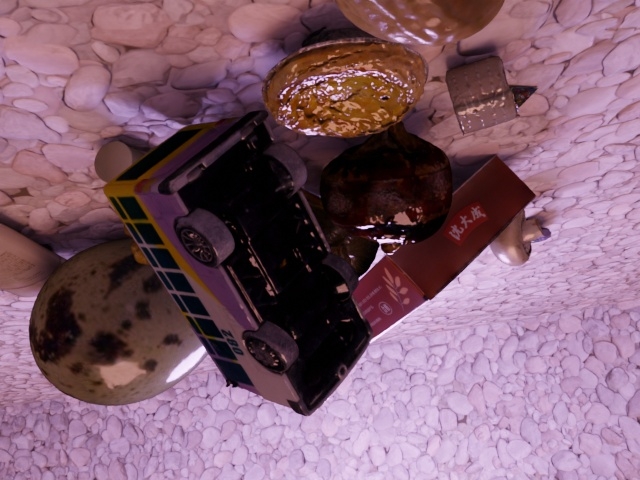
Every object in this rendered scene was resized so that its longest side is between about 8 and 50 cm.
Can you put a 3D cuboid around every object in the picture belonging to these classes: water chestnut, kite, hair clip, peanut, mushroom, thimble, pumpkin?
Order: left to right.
[{"bbox_3d":[0.000,0.000,1.364,0.139,0.222,0.317,-54,146,4],"label":"pumpkin"},{"bbox_3d":[0.064,-0.291,0.727,0.291,0.143,0.159,13,141,-41],"label":"peanut"},{"bbox_3d":[0.111,-0.105,1.192,0.223,0.238,0.224,-12,-160,4],"label":"water chestnut"},{"bbox_3d":[0.244,-0.219,1.060,0.090,0.102,0.115,-14,-175,17],"label":"thimble"},{"bbox_3d":[0.320,-0.240,1.180,0.090,0.004,0.122,-20,157,30],"label":"kite"},{"bbox_3d":[0.455,-0.017,1.642,0.122,0.154,0.154,-10,161,21],"label":"mushroom"},{"bbox_3d":[0.538,-0.017,1.852,0.124,0.052,0.195,-1,170,8],"label":"hair clip"}]

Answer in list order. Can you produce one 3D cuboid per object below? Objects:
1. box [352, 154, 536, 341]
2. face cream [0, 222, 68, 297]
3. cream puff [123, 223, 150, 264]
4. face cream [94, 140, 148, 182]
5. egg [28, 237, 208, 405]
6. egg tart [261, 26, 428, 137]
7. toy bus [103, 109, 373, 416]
[{"bbox_3d":[0.222,0.036,1.485,0.344,0.122,0.385,-40,174,-26],"label":"box"},{"bbox_3d":[-0.650,0.037,1.432,0.173,0.081,0.348,-14,160,7],"label":"face cream"},{"bbox_3d":[-0.311,-0.024,1.365,0.146,0.146,0.116,-15,121,18],"label":"cream puff"},{"bbox_3d":[-0.296,-0.110,1.218,0.114,0.070,0.224,-13,169,13],"label":"face cream"},{"bbox_3d":[-0.397,0.161,1.502,0.428,0.345,0.345,-29,173,-31],"label":"egg"},{"bbox_3d":[0.033,-0.224,0.975,0.234,0.094,0.234,-7,163,-2],"label":"egg tart"},{"bbox_3d":[-0.118,0.044,1.104,0.249,0.209,0.440,2,129,45],"label":"toy bus"}]
